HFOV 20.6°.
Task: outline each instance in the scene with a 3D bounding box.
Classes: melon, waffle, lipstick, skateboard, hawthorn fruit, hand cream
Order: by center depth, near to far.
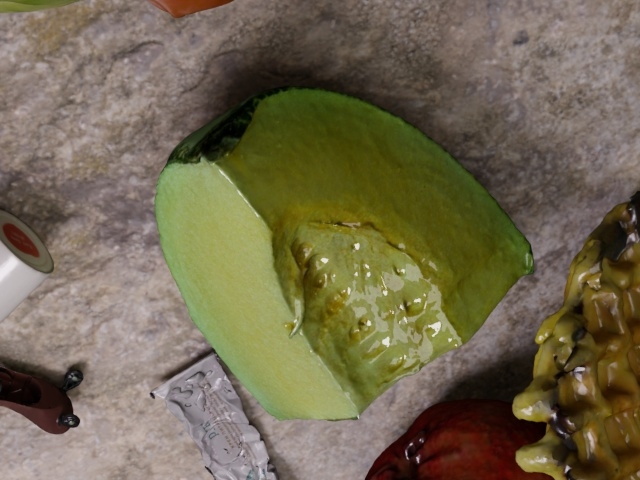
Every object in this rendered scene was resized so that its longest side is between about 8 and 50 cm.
[{"bbox_3d":[0.000,0.000,1.716,0.331,0.226,0.343,-27,111,16],"label":"melon"},{"bbox_3d":[-0.406,0.108,1.751,0.327,0.087,0.087,-42,121,14],"label":"lipstick"},{"bbox_3d":[-0.325,0.162,1.824,0.151,0.067,0.080,19,135,-21],"label":"skateboard"},{"bbox_3d":[0.368,0.159,1.857,0.379,0.095,0.382,42,62,-25],"label":"waffle"},{"bbox_3d":[0.197,0.320,1.908,0.307,0.265,0.265,40,106,-18],"label":"hawthorn fruit"},{"bbox_3d":[-0.095,0.235,1.926,0.084,0.050,0.257,-27,116,2],"label":"hand cream"}]

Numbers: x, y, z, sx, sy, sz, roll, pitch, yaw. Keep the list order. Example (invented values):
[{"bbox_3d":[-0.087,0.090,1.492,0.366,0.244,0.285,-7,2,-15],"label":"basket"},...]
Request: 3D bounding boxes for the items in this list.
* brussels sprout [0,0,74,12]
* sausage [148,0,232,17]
[{"bbox_3d":[-0.258,-0.320,1.435,0.317,0.242,0.273,-5,111,3],"label":"brussels sprout"},{"bbox_3d":[-0.090,-0.320,1.548,0.133,0.133,0.258,17,119,-22],"label":"sausage"}]
